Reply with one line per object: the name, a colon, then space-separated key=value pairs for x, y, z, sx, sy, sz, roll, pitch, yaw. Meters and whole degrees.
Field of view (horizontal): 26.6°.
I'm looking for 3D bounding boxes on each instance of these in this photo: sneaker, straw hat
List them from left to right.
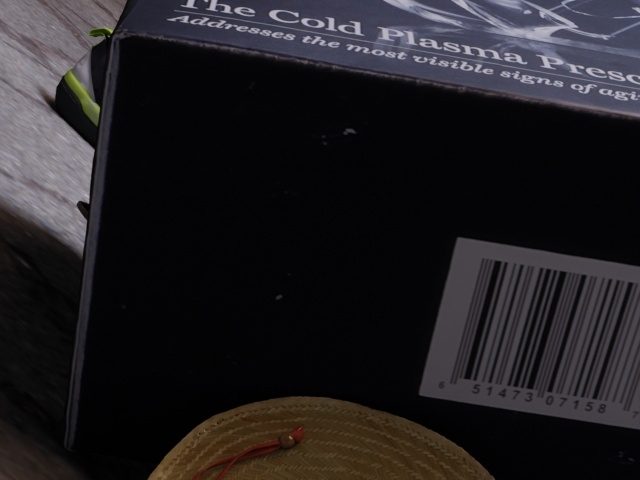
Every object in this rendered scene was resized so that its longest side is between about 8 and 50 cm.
sneaker: x=-0.113 y=-0.083 z=1.087 sx=0.234 sy=0.097 sz=0.084 roll=41 pitch=7 yaw=7
straw hat: x=0.002 y=0.128 z=0.479 sx=0.144 sy=0.144 sz=0.061 roll=43 pitch=-33 yaw=23

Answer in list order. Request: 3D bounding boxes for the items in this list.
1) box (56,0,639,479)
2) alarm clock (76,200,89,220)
box: x=0.081 y=-0.036 z=0.625 sx=0.343 sy=0.179 sz=0.312 roll=9 pitch=25 yaw=-5
alarm clock: x=-0.057 y=0.042 z=0.730 sx=0.192 sy=0.064 sz=0.129 roll=41 pitch=7 yaw=-12
